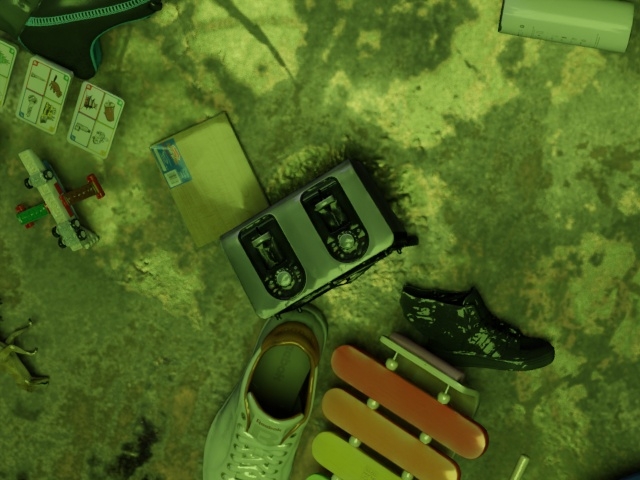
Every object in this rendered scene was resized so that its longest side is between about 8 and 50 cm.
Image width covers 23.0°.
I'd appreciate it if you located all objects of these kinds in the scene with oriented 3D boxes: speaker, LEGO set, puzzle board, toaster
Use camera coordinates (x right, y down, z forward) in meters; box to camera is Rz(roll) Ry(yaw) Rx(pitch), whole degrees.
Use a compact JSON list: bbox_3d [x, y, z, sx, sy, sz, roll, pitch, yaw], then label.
[{"bbox_3d":[0.257,-0.232,1.640,0.136,0.055,0.055,10,106,4],"label":"speaker"},{"bbox_3d":[-0.316,-0.095,1.732,0.182,0.060,0.244,26,120,8],"label":"LEGO set"},{"bbox_3d":[-0.121,-0.067,1.749,0.096,0.011,0.128,-23,101,13],"label":"puzzle board"},{"bbox_3d":[0.000,0.000,1.670,0.168,0.185,0.110,-30,86,9],"label":"toaster"}]

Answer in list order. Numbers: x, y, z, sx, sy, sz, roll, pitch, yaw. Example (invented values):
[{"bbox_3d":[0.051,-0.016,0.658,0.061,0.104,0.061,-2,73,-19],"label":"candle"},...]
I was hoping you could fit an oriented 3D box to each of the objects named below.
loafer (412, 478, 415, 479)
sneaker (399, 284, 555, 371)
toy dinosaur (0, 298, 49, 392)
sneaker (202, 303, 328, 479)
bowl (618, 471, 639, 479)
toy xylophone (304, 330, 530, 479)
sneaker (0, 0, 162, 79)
[{"bbox_3d":[0.111,0.285,1.804,0.045,0.039,0.125,19,106,1],"label":"loafer"},{"bbox_3d":[0.174,0.094,1.739,0.170,0.051,0.089,1,110,9],"label":"sneaker"},{"bbox_3d":[-0.392,0.115,1.807,0.183,0.053,0.092,28,108,-2],"label":"toy dinosaur"},{"bbox_3d":[-0.072,0.214,1.764,0.106,0.123,0.290,16,107,0],"label":"sneaker"},{"bbox_3d":[0.406,0.447,1.730,0.391,0.077,0.391,0,90,-8],"label":"bowl"},{"bbox_3d":[0.092,0.267,1.744,0.236,0.081,0.323,23,104,27],"label":"toy xylophone"},{"bbox_3d":[-0.197,-0.316,1.645,0.139,0.125,0.341,40,115,-14],"label":"sneaker"}]
